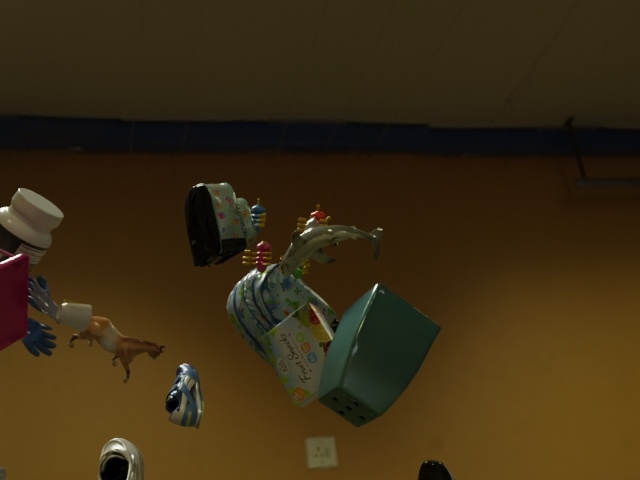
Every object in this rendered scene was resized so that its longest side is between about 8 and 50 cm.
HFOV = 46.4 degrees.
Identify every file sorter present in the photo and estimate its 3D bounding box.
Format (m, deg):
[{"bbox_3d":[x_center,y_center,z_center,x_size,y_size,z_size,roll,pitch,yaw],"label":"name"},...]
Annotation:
[{"bbox_3d":[-0.763,0.138,1.500,0.182,0.202,0.290,21,27,18],"label":"file sorter"}]

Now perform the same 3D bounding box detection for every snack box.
[{"bbox_3d":[-0.036,0.294,1.919,0.174,0.207,0.070,-37,-25,11],"label":"snack box"}]

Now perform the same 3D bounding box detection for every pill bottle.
[{"bbox_3d":[-0.798,0.014,1.924,0.278,0.162,0.162,-54,-35,4],"label":"pill bottle"}]

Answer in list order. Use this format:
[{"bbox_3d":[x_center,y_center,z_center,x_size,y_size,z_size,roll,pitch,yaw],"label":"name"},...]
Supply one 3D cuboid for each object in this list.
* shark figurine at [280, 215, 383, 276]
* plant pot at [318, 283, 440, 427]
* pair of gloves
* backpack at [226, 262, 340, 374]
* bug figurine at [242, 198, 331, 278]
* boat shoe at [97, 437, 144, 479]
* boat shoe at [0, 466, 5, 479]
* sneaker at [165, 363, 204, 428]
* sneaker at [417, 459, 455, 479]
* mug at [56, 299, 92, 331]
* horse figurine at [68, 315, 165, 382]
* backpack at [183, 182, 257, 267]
[{"bbox_3d":[0.020,-0.018,1.862,0.278,0.116,0.166,-15,-45,1],"label":"shark figurine"},{"bbox_3d":[0.102,0.248,1.529,0.165,0.234,0.165,36,-37,-5],"label":"plant pot"},{"bbox_3d":[-0.684,0.177,1.805,0.023,0.198,0.159,-16,-45,18],"label":"pair of gloves"},{"bbox_3d":[-0.117,0.241,2.310,0.290,0.355,0.273,-47,-8,-42],"label":"backpack"},{"bbox_3d":[-0.106,-0.005,2.132,0.278,0.217,0.072,7,-9,21],"label":"bug figurine"},{"bbox_3d":[-0.443,0.499,1.622,0.096,0.267,0.088,-26,-64,-7],"label":"boat shoe"},{"bbox_3d":[-0.747,0.484,1.568,0.184,0.063,0.066,26,-51,-35],"label":"boat shoe"},{"bbox_3d":[-0.242,0.267,1.300,0.059,0.144,0.053,4,-62,-21],"label":"sneaker"},{"bbox_3d":[0.293,0.706,1.885,0.107,0.284,0.124,-4,2,17],"label":"sneaker"},{"bbox_3d":[-0.555,0.166,1.665,0.064,0.062,0.078,19,-13,-35],"label":"mug"},{"bbox_3d":[-0.540,0.257,1.897,0.263,0.066,0.174,37,-48,-4],"label":"horse figurine"},{"bbox_3d":[-0.249,-0.046,1.800,0.144,0.189,0.166,-15,-9,-37],"label":"backpack"}]
